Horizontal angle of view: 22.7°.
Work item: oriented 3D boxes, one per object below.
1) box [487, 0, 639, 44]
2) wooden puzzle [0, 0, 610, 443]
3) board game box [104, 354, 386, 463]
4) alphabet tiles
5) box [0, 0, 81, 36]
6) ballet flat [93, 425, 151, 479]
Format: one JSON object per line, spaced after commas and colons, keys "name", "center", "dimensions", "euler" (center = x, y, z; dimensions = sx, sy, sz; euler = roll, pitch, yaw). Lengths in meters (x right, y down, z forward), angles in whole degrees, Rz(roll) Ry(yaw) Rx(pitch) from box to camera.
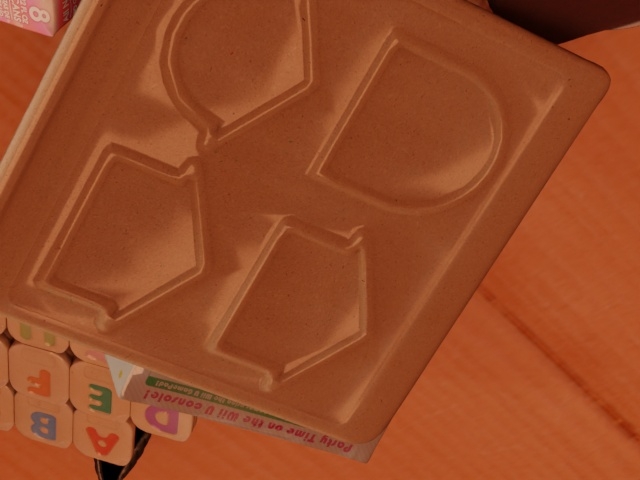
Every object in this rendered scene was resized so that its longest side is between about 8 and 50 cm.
{"name": "box", "center": [0.142, -0.286, 0.924], "dimensions": [0.191, 0.143, 0.381], "euler": [-16, 145, 15]}
{"name": "wooden puzzle", "center": [-0.030, -0.047, 1.047], "dimensions": [0.348, 0.080, 0.322], "euler": [21, 114, -25]}
{"name": "board game box", "center": [0.000, 0.000, 1.191], "dimensions": [0.224, 0.097, 0.303], "euler": [19, 110, -28]}
{"name": "alphabet tiles", "center": [-0.239, 0.087, 1.367], "dimensions": [0.284, 0.021, 0.278], "euler": [15, 135, 6]}
{"name": "box", "center": [-0.189, -0.296, 0.952], "dimensions": [0.142, 0.154, 0.300], "euler": [19, 134, 19]}
{"name": "ballet flat", "center": [-0.171, 0.161, 1.458], "dimensions": [0.057, 0.049, 0.173], "euler": [10, 131, -8]}
